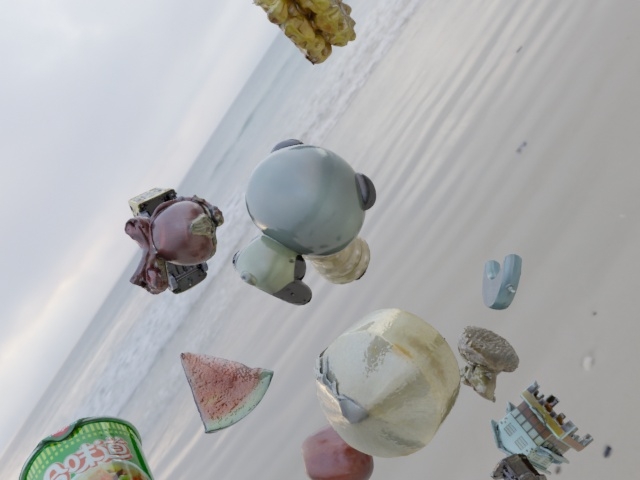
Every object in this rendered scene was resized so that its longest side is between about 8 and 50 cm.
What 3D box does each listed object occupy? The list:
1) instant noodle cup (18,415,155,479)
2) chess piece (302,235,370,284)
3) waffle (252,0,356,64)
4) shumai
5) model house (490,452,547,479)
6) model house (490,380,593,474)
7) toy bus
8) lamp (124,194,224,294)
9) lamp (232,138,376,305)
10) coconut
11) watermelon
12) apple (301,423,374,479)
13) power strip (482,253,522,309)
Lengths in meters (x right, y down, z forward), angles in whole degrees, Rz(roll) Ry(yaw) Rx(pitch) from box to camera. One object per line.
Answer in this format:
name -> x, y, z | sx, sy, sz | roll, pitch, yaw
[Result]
instant noodle cup -> -0.333, 0.422, 0.936 | 0.233, 0.207, 0.207 | 35, 92, 45
chess piece -> 0.000, 0.000, 1.408 | 0.143, 0.261, 0.142 | -14, 61, 26
waffle -> -0.048, -0.551, 1.378 | 0.151, 0.324, 0.261 | -31, 58, 24
shumai -> 0.423, 0.322, 1.591 | 0.210, 0.162, 0.152 | 1, -68, -56
model house -> 0.527, 0.636, 1.570 | 0.106, 0.165, 0.152 | -52, 54, 13
model house -> 0.655, 0.577, 1.824 | 0.215, 0.224, 0.198 | -44, 45, 11
toy bus -> -0.488, 0.000, 1.950 | 0.145, 0.330, 0.151 | -32, 29, -32
lamp -> -0.328, 0.006, 1.415 | 0.224, 0.214, 0.151 | -19, -18, 14
lamp -> -0.038, -0.032, 0.959 | 0.243, 0.198, 0.198 | -62, 13, 5
coconut -> 0.142, 0.315, 1.326 | 0.323, 0.323, 0.323 | -52, 14, 19
watermelon -> -0.227, 0.336, 1.323 | 0.207, 0.202, 0.136 | -49, -22, -52
apple -> 0.060, 0.677, 1.902 | 0.234, 0.234, 0.234 | -52, 14, 19
power strip -> 0.448, 0.105, 1.504 | 0.216, 0.044, 0.137 | 97, -176, -85
